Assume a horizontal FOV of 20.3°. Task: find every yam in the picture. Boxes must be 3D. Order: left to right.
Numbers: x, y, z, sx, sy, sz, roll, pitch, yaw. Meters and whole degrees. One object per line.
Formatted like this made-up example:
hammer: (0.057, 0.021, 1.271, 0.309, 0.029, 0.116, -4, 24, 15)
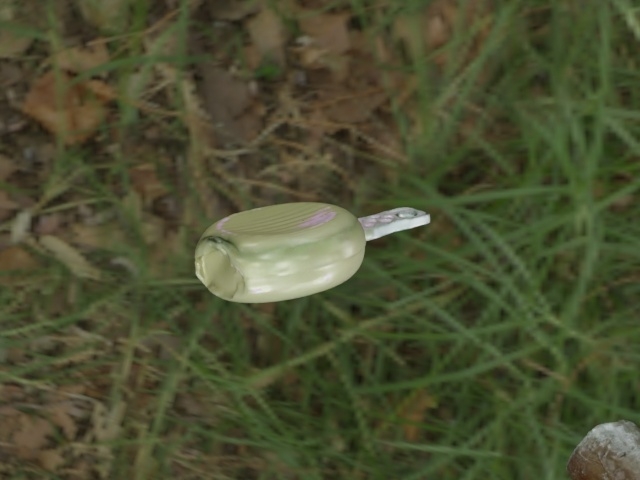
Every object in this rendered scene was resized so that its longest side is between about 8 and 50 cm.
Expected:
yam: (0.269, 0.212, 1.430, 0.079, 0.079, 0.141, -31, 58, -22)

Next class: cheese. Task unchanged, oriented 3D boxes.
cheese: (0.000, 0.000, 1.618, 0.227, 0.137, 0.064, -16, 111, -30)
